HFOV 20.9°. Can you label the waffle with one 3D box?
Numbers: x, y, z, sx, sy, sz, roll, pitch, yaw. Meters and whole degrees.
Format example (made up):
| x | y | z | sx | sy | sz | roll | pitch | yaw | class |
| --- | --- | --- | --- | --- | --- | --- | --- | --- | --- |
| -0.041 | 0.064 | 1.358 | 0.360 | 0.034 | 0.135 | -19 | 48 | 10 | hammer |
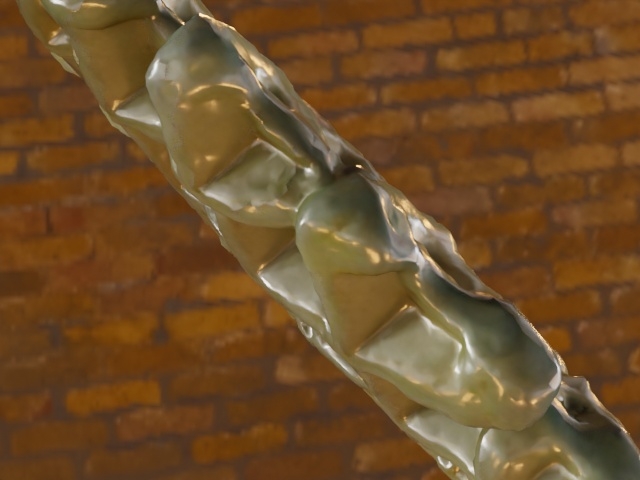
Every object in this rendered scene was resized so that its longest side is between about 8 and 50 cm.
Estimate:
| x | y | z | sx | sy | sz | roll | pitch | yaw | class |
| --- | --- | --- | --- | --- | --- | --- | --- | --- | --- |
| 0.000 | 0.000 | 0.622 | 0.056 | 0.292 | 0.309 | -43 | -79 | -2 | waffle |
